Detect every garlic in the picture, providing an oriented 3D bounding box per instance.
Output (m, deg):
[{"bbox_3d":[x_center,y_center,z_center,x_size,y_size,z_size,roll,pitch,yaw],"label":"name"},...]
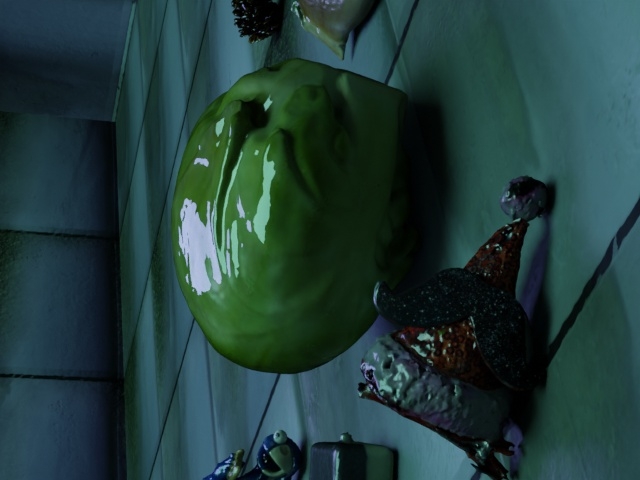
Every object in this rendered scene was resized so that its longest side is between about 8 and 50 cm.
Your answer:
[{"bbox_3d":[0.031,-0.339,1.496,0.128,0.148,0.266,-52,1,-18],"label":"garlic"}]

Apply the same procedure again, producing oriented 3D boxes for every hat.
[{"bbox_3d":[0.128,0.058,1.040,0.140,0.129,0.227,31,104,28],"label":"hat"}]

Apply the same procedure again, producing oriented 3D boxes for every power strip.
[{"bbox_3d":[0.030,0.325,1.354,0.105,0.070,0.257,162,110,-71],"label":"power strip"}]

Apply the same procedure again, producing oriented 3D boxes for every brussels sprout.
[{"bbox_3d":[-0.026,-0.020,1.339,0.328,0.247,0.328,-27,58,54],"label":"brussels sprout"}]

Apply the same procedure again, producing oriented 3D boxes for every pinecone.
[{"bbox_3d":[-0.100,-0.339,1.991,0.077,0.083,0.077,-34,24,17],"label":"pinecone"}]

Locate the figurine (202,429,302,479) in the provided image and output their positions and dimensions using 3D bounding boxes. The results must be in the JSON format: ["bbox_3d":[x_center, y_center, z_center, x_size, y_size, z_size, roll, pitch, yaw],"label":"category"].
[{"bbox_3d":[-0.087,0.361,1.705,0.164,0.120,0.262,49,115,34],"label":"figurine"}]
